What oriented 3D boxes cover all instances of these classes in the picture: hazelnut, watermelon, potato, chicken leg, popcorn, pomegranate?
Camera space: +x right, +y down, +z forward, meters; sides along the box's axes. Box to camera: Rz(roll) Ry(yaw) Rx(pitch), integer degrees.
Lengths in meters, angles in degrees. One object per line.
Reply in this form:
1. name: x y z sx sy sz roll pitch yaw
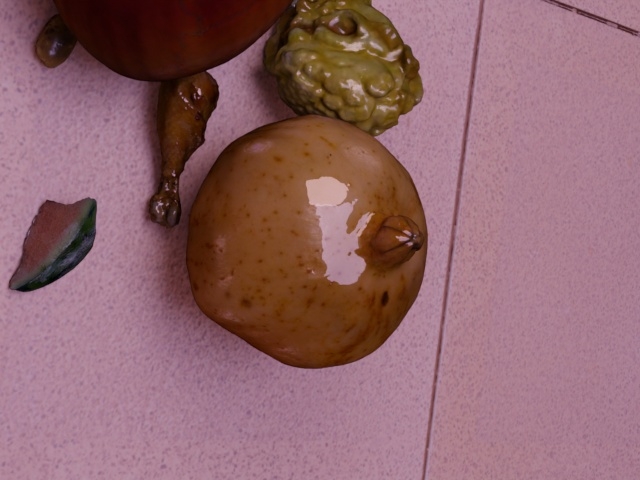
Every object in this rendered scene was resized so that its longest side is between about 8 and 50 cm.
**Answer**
1. hazelnut: -0.188 -0.407 1.664 0.409 0.359 0.359 -46 121 -29
2. watermelon: -0.373 0.016 1.720 0.155 0.080 0.101 -64 162 -20
3. potato: -0.365 -0.280 1.701 0.051 0.040 0.083 32 72 -32
4. chicken leg: -0.213 -0.141 1.811 0.107 0.087 0.251 -35 137 -80
5. popcorn: 0.020 -0.286 1.918 0.225 0.173 0.286 -18 67 -24
6. pomegranate: 0.000 0.000 1.791 0.410 0.410 0.410 -4 96 -40

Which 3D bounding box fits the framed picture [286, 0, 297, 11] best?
1. framed picture: -0.033 -0.443 1.865 0.017 0.217 0.274 30 72 -19
